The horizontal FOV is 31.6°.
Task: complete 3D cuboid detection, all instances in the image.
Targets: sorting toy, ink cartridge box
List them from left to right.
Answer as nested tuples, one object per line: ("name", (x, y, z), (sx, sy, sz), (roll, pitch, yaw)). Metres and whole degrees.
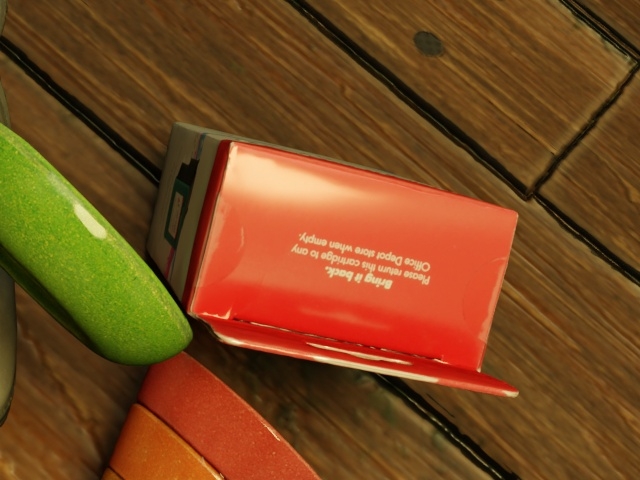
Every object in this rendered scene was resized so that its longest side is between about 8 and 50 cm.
("sorting toy", (-0.123, 0.049, 0.430), (0.126, 0.365, 0.127), (-46, 42, -15))
("ink cartridge box", (0.000, 0.000, 0.534), (0.134, 0.231, 0.078), (12, 95, -17))

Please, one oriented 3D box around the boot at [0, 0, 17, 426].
("boot", (-0.178, -0.044, 0.522), (0.084, 0.161, 0.246), (1, 57, -23))
